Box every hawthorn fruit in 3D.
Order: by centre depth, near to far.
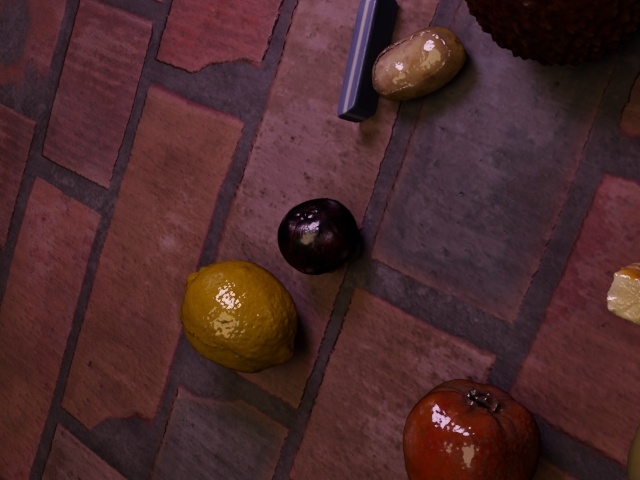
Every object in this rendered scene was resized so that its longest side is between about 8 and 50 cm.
[{"bbox_3d":[0.220,0.350,1.151,0.211,0.211,0.262,19,107,33],"label":"hawthorn fruit"}]

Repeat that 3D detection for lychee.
[{"bbox_3d":[0.334,-0.393,1.055,0.276,0.276,0.304,-29,98,30],"label":"lychee"}]

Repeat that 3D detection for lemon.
[{"bbox_3d":[-0.154,0.141,1.412,0.260,0.204,0.204,33,107,22],"label":"lemon"}]

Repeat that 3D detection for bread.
[{"bbox_3d":[0.467,0.076,0.997,0.126,0.188,0.068,27,109,33],"label":"bread"}]

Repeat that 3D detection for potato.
[{"bbox_3d":[0.163,-0.296,1.273,0.171,0.080,0.107,-25,83,34],"label":"potato"}]

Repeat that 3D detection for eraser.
[{"bbox_3d":[0.084,-0.320,1.327,0.036,0.082,0.224,16,98,32],"label":"eraser"}]

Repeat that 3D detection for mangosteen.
[{"bbox_3d":[0.000,0.000,1.352,0.153,0.153,0.152,-1,89,34],"label":"mangosteen"}]

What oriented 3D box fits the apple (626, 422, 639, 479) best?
[{"bbox_3d":[0.538,0.309,0.845,0.361,0.311,0.320,25,104,-12],"label":"apple"}]
